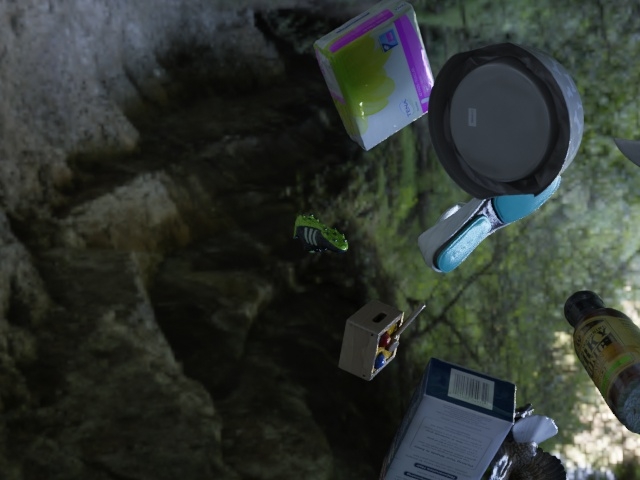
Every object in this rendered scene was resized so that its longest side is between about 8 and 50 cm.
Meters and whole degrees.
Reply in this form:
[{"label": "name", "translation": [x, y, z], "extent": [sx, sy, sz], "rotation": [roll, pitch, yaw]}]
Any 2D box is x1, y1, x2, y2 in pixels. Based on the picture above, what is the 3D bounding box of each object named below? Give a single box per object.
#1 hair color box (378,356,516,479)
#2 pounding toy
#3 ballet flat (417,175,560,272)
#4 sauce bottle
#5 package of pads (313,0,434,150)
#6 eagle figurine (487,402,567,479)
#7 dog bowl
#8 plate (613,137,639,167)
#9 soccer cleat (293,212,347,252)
[{"label": "hair color box", "translation": [0.237, 0.396, 1.715], "extent": [0.173, 0.347, 0.105], "rotation": [18, -141, 2]}, {"label": "pounding toy", "translation": [0.120, 0.184, 1.723], "extent": [0.100, 0.130, 0.141], "rotation": [22, -150, 25]}, {"label": "ballet flat", "translation": [0.400, -0.081, 2.165], "extent": [0.400, 0.139, 0.139], "rotation": [-37, -169, -5]}, {"label": "sauce bottle", "translation": [0.466, 0.178, 1.398], "extent": [0.111, 0.111, 0.344], "rotation": [-3, -162, 0]}, {"label": "package of pads", "translation": [0.129, -0.370, 1.990], "extent": [0.229, 0.296, 0.101], "rotation": [-33, -136, -6]}, {"label": "eagle figurine", "translation": [0.408, 0.501, 1.881], "extent": [0.226, 0.298, 0.225], "rotation": [-8, 159, 28]}, {"label": "dog bowl", "translation": [0.393, -0.253, 1.858], "extent": [0.102, 0.349, 0.348], "rotation": [-21, -163, -42]}, {"label": "plate", "translation": [0.518, -0.065, 0.987], "extent": [0.277, 0.045, 0.278], "rotation": [2, -167, -34]}, {"label": "soccer cleat", "translation": [0.000, 0.000, 1.918], "extent": [0.060, 0.072, 0.179], "rotation": [3, -160, -35]}]
